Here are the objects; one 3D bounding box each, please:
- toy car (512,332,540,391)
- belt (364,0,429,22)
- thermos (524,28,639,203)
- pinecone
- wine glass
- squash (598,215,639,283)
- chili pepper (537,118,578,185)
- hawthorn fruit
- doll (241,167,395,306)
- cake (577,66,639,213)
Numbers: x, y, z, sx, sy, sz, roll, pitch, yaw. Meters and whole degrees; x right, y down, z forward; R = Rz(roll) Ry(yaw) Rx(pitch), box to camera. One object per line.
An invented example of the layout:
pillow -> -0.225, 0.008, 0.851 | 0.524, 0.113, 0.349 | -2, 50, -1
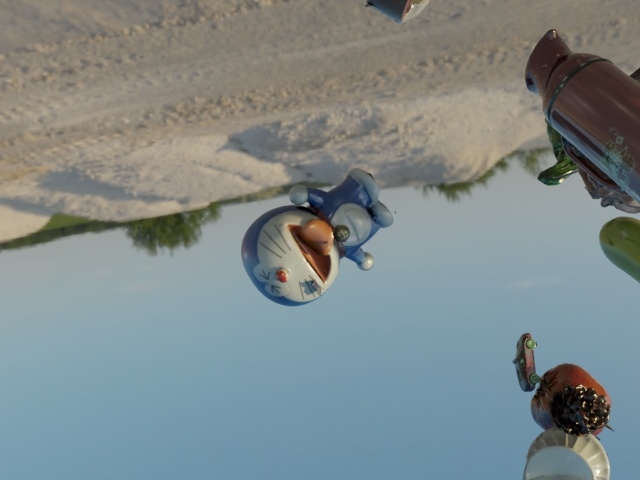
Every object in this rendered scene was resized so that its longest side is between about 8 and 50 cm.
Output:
toy car -> 0.494, 0.294, 1.894 | 0.055, 0.142, 0.069 | -1, 163, -2
belt -> 0.190, -0.560, 1.650 | 0.105, 0.184, 0.261 | 30, -132, 8
thermos -> 0.377, -0.139, 0.989 | 0.109, 0.330, 0.136 | -40, 142, 7
pinecone -> 0.361, 0.233, 1.086 | 0.077, 0.077, 0.083 | -12, 161, -30
wine glass -> 0.462, 0.441, 1.494 | 0.165, 0.164, 0.196 | -8, 169, 23
squash -> 0.525, 0.054, 1.189 | 0.083, 0.083, 0.250 | -12, -133, -33
chili pepper -> 0.422, -0.155, 1.368 | 0.050, 0.073, 0.182 | -42, -158, 44
hawthorn fruit -> 0.608, 0.393, 1.855 | 0.201, 0.179, 0.179 | 26, -173, 3
doll -> 0.000, 0.000, 1.266 | 0.257, 0.215, 0.161 | -38, -153, -10
cake -> 0.445, -0.122, 1.136 | 0.178, 0.185, 0.207 | -33, -127, -13
